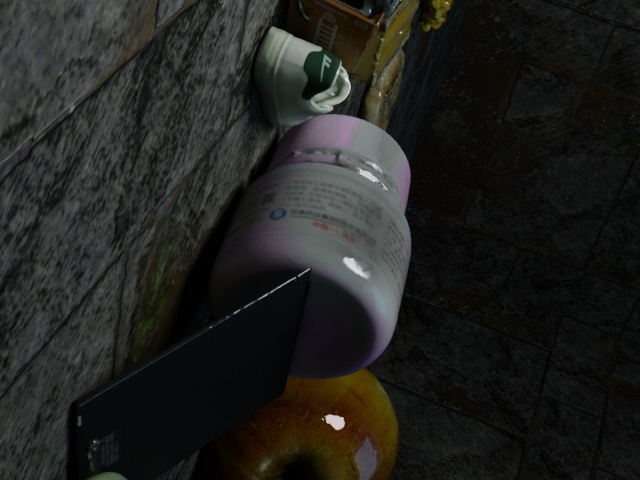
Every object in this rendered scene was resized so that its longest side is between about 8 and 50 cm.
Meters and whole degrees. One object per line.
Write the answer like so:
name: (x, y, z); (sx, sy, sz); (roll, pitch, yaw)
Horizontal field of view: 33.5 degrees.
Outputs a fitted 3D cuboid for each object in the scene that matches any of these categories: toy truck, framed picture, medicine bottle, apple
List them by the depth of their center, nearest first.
framed picture: (-0.153, 0.188, 1.275); (0.339, 0.014, 0.255); (-30, 149, -34)
toy truck: (0.068, -0.376, 1.390); (0.305, 0.136, 0.162); (-62, 177, -27)
medicine bottle: (0.000, 0.000, 1.477); (0.256, 0.256, 0.324); (103, 2, -46)
apple: (-0.041, 0.383, 2.024); (0.384, 0.374, 0.374); (-35, -178, 16)

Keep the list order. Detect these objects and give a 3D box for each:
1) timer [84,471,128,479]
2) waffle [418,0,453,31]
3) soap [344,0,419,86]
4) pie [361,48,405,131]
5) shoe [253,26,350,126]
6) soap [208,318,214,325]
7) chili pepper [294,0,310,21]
timer: (-0.174, 0.445, 1.139); (0.290, 0.315, 0.290); (-59, 166, -24)
waffle: (0.217, -0.532, 1.981); (0.301, 0.058, 0.281); (-97, -167, -75)
soap: (0.107, -0.378, 1.855); (0.233, 0.076, 0.135); (-59, 166, -50)
pie: (0.133, -0.325, 2.272); (0.185, 0.052, 0.218); (76, 33, -68)
shoe: (-0.015, -0.194, 1.389); (0.265, 0.110, 0.095); (44, 67, -79)
soap: (-0.098, 0.145, 1.733); (0.324, 0.109, 0.192); (57, 55, -80)
chili pepper: (0.002, -0.387, 1.139); (0.122, 0.065, 0.278); (46, 61, -77)
